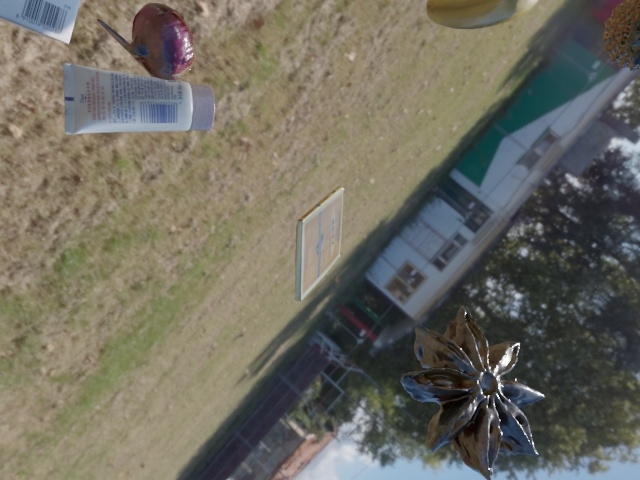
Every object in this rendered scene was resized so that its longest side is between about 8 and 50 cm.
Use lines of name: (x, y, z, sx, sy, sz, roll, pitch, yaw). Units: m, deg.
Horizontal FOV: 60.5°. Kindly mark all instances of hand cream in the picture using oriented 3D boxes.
hand cream: (-0.313, -0.235, 0.956, 0.248, 0.133, 0.083, 0, 160, -24)

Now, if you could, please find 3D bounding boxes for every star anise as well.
star anise: (0.292, 0.293, 1.065, 0.332, 0.332, 0.117, -41, 172, -34)

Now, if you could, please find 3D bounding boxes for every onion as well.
onion: (-0.228, -0.283, 0.786, 0.097, 0.107, 0.107, -30, 162, -28)

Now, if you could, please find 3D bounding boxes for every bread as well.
bread: (0.294, -0.435, 0.962, 0.098, 0.217, 0.147, 37, 83, -37)

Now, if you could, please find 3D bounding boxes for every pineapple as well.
pineapple: (0.889, -0.554, 1.464, 0.223, 0.223, 0.357, -54, 180, 28)

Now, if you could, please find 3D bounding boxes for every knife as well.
knife: (-0.397, -0.397, 1.229, 0.247, 0.035, 0.018, 43, 73, -37)

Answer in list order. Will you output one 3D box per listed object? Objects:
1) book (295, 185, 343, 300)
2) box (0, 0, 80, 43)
book: (0.001, 0.000, 1.123, 0.241, 0.018, 0.170, -45, 141, -61)
box: (-0.645, -0.560, 1.134, 0.274, 0.116, 0.203, 5, 106, -59)
